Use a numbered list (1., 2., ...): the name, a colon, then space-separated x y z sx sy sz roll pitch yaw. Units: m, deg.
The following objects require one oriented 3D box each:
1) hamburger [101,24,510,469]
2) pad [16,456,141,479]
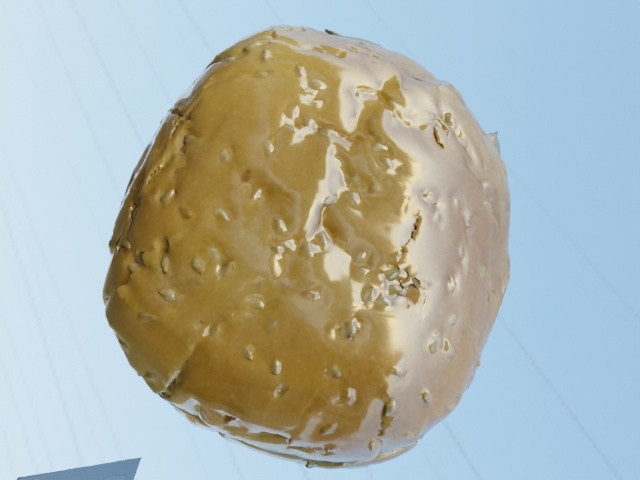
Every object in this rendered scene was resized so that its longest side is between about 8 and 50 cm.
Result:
1. hamburger: -0.001 0.001 0.735 0.144 0.260 0.283 112 -8 -66
2. pad: -0.266 0.287 1.180 0.004 0.127 0.190 66 -31 33
